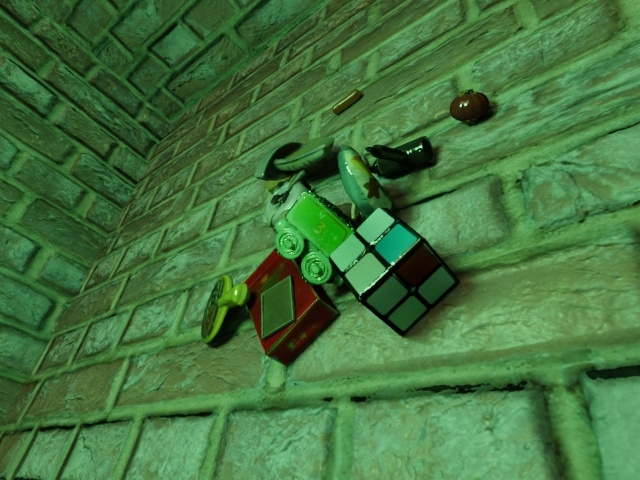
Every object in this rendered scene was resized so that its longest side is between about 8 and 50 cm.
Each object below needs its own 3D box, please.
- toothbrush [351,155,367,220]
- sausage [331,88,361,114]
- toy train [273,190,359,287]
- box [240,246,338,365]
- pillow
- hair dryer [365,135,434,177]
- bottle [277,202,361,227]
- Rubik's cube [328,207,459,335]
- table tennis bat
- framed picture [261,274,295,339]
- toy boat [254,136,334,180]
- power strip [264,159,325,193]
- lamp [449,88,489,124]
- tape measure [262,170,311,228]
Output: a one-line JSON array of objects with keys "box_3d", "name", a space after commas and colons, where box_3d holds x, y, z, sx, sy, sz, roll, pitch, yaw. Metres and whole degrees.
[{"box_3d": [0.114, -0.164, 1.218, 0.037, 0.028, 0.375, -33, 24, 27], "name": "toothbrush"}, {"box_3d": [0.106, -0.550, 1.641, 0.131, 0.041, 0.039, -31, 17, 21], "name": "sausage"}, {"box_3d": [0.000, 0.000, 1.082, 0.243, 0.132, 0.188, 43, 104, 14], "name": "toy train"}, {"box_3d": [-0.100, 0.161, 1.148, 0.197, 0.089, 0.313, -47, 36, 6], "name": "box"}, {"box_3d": [0.116, -0.143, 1.083, 0.086, 0.233, 0.214, -31, 48, 17], "name": "pillow"}, {"box_3d": [0.169, -0.226, 1.121, 0.196, 0.248, 0.077, -16, 81, 37], "name": "hair dryer"}, {"box_3d": [0.000, -0.050, 1.213, 0.253, 0.120, 0.120, -7, 52, 35], "name": "bottle"}, {"box_3d": [0.154, 0.063, 0.896, 0.180, 0.183, 0.167, -43, 37, 4], "name": "Rubik's cube"}, {"box_3d": [-0.304, 0.199, 1.276, 0.369, 0.054, 0.224, -29, 45, 55], "name": "table tennis bat"}, {"box_3d": [-0.111, 0.169, 1.067, 0.109, 0.011, 0.149, -35, 38, 22], "name": "framed picture"}, {"box_3d": [-0.064, -0.294, 1.436, 0.294, 0.111, 0.276, -12, 24, 25], "name": "toy boat"}, {"box_3d": [-0.093, -0.253, 1.571, 0.305, 0.044, 0.064, -23, 42, 33], "name": "power strip"}, {"box_3d": [0.401, -0.360, 1.115, 0.101, 0.090, 0.101, -14, 18, 5], "name": "lamp"}, {"box_3d": [-0.112, -0.130, 1.421, 0.178, 0.105, 0.196, -8, 50, 42], "name": "tape measure"}]
